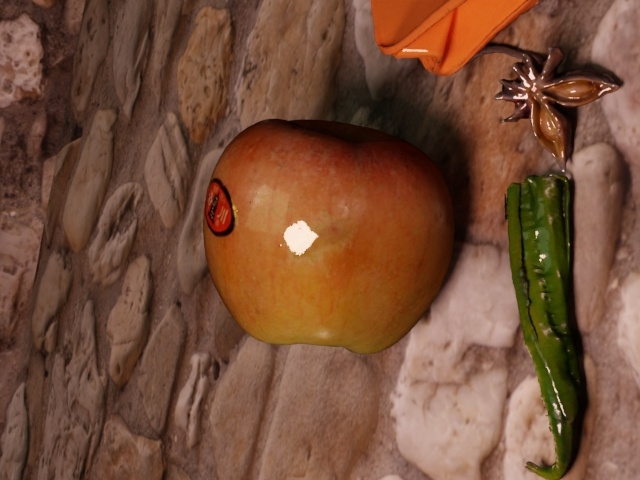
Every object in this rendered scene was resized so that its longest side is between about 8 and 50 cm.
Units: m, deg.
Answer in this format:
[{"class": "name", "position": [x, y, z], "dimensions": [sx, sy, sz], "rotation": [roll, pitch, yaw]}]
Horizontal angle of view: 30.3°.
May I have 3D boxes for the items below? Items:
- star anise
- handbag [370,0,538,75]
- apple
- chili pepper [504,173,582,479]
[{"class": "star anise", "position": [0.265, -0.192, 1.484], "dimensions": [0.227, 0.218, 0.148], "rotation": [-63, -35, -62]}, {"class": "handbag", "position": [0.181, -0.446, 1.550], "dimensions": [0.303, 0.116, 0.410], "rotation": [-35, 50, 42]}, {"class": "apple", "position": [0.000, 0.000, 1.553], "dimensions": [0.338, 0.338, 0.305], "rotation": [28, 111, 54]}, {"class": "chili pepper", "position": [0.262, 0.099, 1.387], "dimensions": [0.085, 0.076, 0.359], "rotation": [-8, 76, 29]}]
